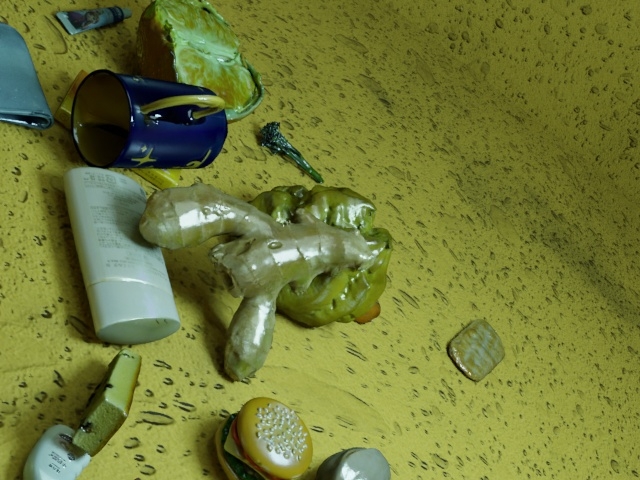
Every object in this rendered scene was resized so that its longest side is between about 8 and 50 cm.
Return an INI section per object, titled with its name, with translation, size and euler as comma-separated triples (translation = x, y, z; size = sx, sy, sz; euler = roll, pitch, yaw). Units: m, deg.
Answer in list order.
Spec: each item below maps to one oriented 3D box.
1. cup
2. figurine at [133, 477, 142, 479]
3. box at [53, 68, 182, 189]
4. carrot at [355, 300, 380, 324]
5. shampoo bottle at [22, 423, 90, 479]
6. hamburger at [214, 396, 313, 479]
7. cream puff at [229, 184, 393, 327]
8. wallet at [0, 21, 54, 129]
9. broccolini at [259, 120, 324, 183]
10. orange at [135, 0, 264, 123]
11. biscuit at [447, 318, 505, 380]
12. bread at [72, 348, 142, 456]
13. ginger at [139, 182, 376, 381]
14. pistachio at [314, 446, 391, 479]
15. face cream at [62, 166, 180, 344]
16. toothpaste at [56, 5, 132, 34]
[cup]
translation = -0.284, -0.208, 1.860
size = 0.255, 0.178, 0.256
euler = 23, 16, 38
[figurine]
translation = -0.250, 0.439, 1.229
size = 0.338, 0.204, 0.283
euler = 3, 74, -33
[box]
translation = -0.390, -0.216, 1.990
size = 0.269, 0.043, 0.152
euler = 34, 33, -18
[carrot]
translation = 0.063, 0.086, 2.174
size = 0.072, 0.072, 0.205
euler = 18, 32, -39
[shampoo bottle]
translation = -0.372, 0.320, 1.358
size = 0.077, 0.045, 0.152
euler = 41, 31, -8
[hamburger]
translation = -0.092, 0.332, 1.617
size = 0.162, 0.115, 0.162
euler = 30, 33, -22
[cream puff]
translation = -0.001, -0.001, 2.008
size = 0.291, 0.257, 0.324
euler = 26, 35, -36
[wallet]
translation = -0.638, -0.318, 1.803
size = 0.290, 0.054, 0.251
euler = 8, 45, -44
[broccolini]
translation = -0.071, -0.195, 2.378
size = 0.201, 0.058, 0.074
euler = 50, 41, -24
[orange]
translation = -0.271, -0.378, 2.191
size = 0.262, 0.196, 0.334
euler = -10, 55, -38
[biscuit]
translation = 0.376, 0.258, 2.373
size = 0.118, 0.029, 0.247
euler = 50, 30, 8
[bread]
translation = -0.310, 0.232, 1.473
size = 0.049, 0.088, 0.226
euler = 36, 7, -11
[ginger]
translation = -0.111, 0.012, 1.786
size = 0.348, 0.122, 0.363
euler = -36, 94, -24
[pistachio]
translation = 0.057, 0.406, 1.701
size = 0.124, 0.124, 0.185
euler = 48, 23, 5
[face cream]
translation = -0.340, 0.030, 1.714
size = 0.173, 0.081, 0.348
euler = 18, 40, -43
[toothpaste]
translation = -0.494, -0.492, 2.212
size = 0.062, 0.037, 0.216
euler = 51, 35, 7
